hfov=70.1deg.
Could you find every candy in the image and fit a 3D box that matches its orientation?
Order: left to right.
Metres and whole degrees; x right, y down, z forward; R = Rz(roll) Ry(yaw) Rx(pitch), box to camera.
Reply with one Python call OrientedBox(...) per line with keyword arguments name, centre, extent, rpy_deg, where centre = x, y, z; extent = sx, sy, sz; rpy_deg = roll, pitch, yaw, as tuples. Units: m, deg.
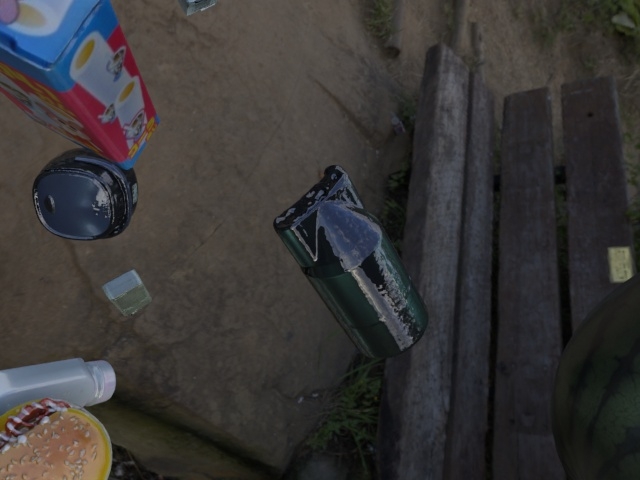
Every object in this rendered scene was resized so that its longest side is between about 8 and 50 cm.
OrientedBox(name="candy", centre=(-0.300, -0.196, 0.529), extent=(0.157, 0.306, 0.100), rpy_deg=(29, 79, -5))

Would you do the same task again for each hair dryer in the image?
OrientedBox(name="hair dryer", centre=(0.000, 0.000, 0.644), extent=(0.116, 0.302, 0.244), rpy_deg=(-38, 123, -10))

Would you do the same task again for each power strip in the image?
OrientedBox(name="power strip", centre=(-0.533, 0.157, 1.281), extent=(0.093, 0.288, 0.053), rpy_deg=(-33, 82, -22))

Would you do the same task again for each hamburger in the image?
OrientedBox(name="hamburger", centre=(-0.522, 0.425, 0.806), extent=(0.227, 0.151, 0.295), rpy_deg=(45, 68, -3))

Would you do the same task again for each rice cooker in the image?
OrientedBox(name="rice cooker", centre=(-0.655, -0.136, 1.305), extent=(0.267, 0.267, 0.224), rpy_deg=(53, 13, -21))

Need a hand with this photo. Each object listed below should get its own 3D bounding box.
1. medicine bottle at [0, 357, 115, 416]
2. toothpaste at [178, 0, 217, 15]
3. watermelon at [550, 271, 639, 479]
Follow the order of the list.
OrientedBox(name="medicine bottle", centre=(-0.623, 0.345, 1.033), extent=(0.111, 0.161, 0.296), rpy_deg=(48, 17, 23))
OrientedBox(name="toothpaste", centre=(-0.085, -0.473, 0.725), extent=(0.337, 0.067, 0.081), rpy_deg=(-33, 107, -12))
OrientedBox(name="watermelon", centre=(0.379, 0.131, 0.375), extent=(0.360, 0.279, 0.278), rpy_deg=(-28, 101, -10))
